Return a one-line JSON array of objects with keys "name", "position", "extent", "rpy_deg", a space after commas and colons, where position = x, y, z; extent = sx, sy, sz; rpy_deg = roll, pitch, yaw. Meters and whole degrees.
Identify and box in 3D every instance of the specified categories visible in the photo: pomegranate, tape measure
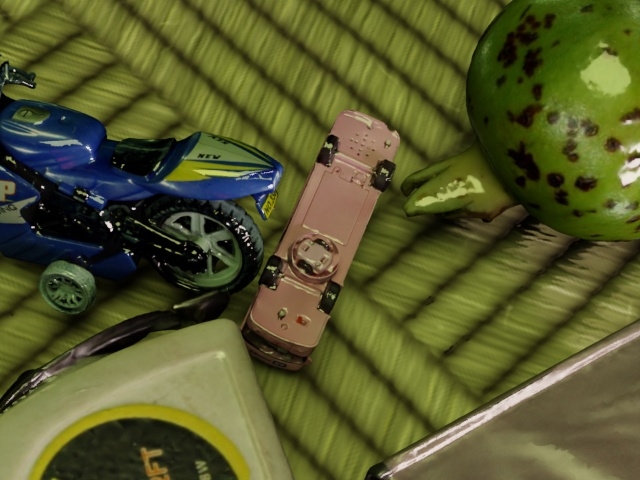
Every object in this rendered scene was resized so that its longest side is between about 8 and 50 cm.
[{"name": "pomegranate", "position": [0.185, -0.084, 1.110], "extent": [0.263, 0.211, 0.211], "rpy_deg": [-37, 66, 15]}, {"name": "tape measure", "position": [-0.138, 0.178, 0.967], "extent": [0.231, 0.133, 0.271], "rpy_deg": [-10, 61, -19]}]

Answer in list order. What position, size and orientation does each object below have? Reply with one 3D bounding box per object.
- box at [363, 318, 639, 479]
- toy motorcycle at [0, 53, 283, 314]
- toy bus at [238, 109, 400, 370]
[{"name": "box", "position": [0.163, 0.181, 0.956], "extent": [0.252, 0.188, 0.153], "rpy_deg": [-24, 66, -19]}, {"name": "toy motorcycle", "position": [-0.181, -0.047, 1.047], "extent": [0.315, 0.169, 0.113], "rpy_deg": [12, 40, 11]}, {"name": "toy bus", "position": [0.000, 0.000, 1.093], "extent": [0.063, 0.090, 0.203], "rpy_deg": [25, 61, -3]}]
